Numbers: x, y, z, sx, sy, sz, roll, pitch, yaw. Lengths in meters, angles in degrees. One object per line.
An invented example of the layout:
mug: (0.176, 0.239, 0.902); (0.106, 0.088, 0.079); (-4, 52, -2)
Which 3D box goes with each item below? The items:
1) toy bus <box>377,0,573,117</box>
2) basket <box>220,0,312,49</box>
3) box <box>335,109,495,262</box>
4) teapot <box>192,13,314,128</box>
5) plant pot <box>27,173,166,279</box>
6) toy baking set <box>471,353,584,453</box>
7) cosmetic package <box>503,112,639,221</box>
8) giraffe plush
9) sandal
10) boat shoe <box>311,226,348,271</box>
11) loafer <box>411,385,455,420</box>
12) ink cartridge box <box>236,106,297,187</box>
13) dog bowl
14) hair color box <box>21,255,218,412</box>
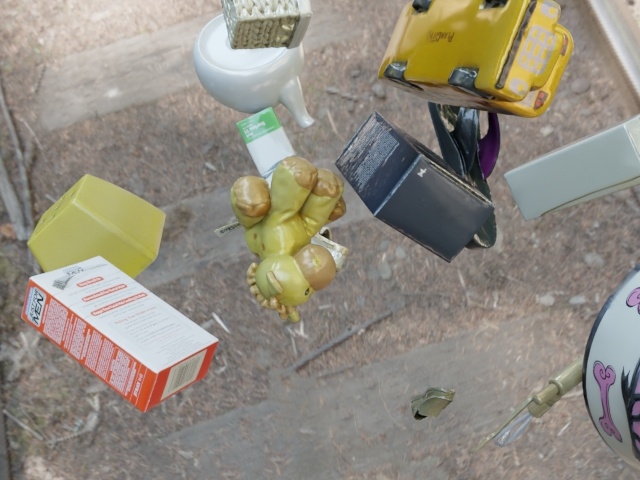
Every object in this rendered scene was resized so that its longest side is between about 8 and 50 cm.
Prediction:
toy bus: (0.172, -0.214, 0.894); (0.130, 0.333, 0.108); (19, 97, -21)
basket: (-0.085, -0.352, 1.047); (0.103, 0.113, 0.167); (-11, 83, -12)
box: (0.133, -0.083, 1.135); (0.108, 0.153, 0.207); (-53, 26, 13)
teapot: (-0.152, -0.368, 1.674); (0.253, 0.187, 0.256); (-6, 56, 1)
plant pot: (-0.466, -0.006, 1.578); (0.212, 0.187, 0.212); (-40, 24, 14)
toy baking set: (0.352, 0.251, 1.197); (0.256, 0.196, 0.030); (-26, 62, -28)
cosmetic package: (0.520, -0.145, 1.463); (0.160, 0.309, 0.113); (-25, 90, -29)
giraffe plush: (-0.047, 0.013, 1.071); (0.210, 0.181, 0.170); (-34, 56, 27)
sandal: (0.330, -0.204, 1.645); (0.107, 0.168, 0.445); (-15, 82, 39)
boat shoe: (0.000, 0.000, 1.549); (0.059, 0.063, 0.170); (-53, 48, 3)
loafer: (0.230, 0.333, 1.570); (0.056, 0.148, 0.050); (12, 64, -13)
ink cartridge box: (-0.091, -0.165, 1.642); (0.087, 0.153, 0.208); (-26, 91, 0)
dog bowl: (0.573, 0.188, 1.023); (0.408, 0.150, 0.407); (-1, 106, -3)
hair color box: (-0.195, 0.086, 0.749); (0.167, 0.093, 0.053); (33, 117, 20)
